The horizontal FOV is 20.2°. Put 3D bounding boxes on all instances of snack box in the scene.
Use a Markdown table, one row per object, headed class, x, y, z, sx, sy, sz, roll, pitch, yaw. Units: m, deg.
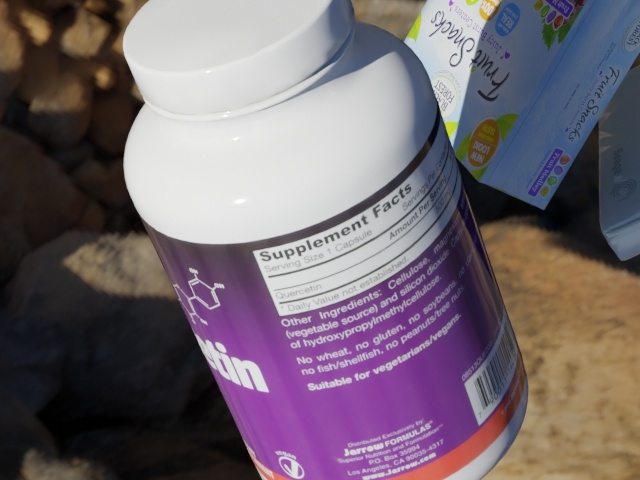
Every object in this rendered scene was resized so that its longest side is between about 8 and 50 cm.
| class | x | y | z | sx | sy | sz | roll | pitch | yaw |
| --- | --- | --- | --- | --- | --- | --- | --- | --- | --- |
| snack box | 0.148 | -0.147 | 1.353 | 0.070 | 0.207 | 0.174 | 22 | 109 | -27 |

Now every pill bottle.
| class | x | y | z | sx | sy | sz | roll | pitch | yaw |
| --- | --- | --- | --- | --- | --- | --- | --- | --- | --- |
| pill bottle | 0.000 | 0.000 | 1.044 | 0.181 | 0.181 | 0.323 | -39 | 127 | -24 |

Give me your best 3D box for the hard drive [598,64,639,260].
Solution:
| class | x | y | z | sx | sy | sz | roll | pitch | yaw |
| --- | --- | --- | --- | --- | --- | --- | --- | --- | --- |
| hard drive | 0.348 | -0.117 | 1.321 | 0.040 | 0.307 | 0.203 | 50 | 29 | -27 |
